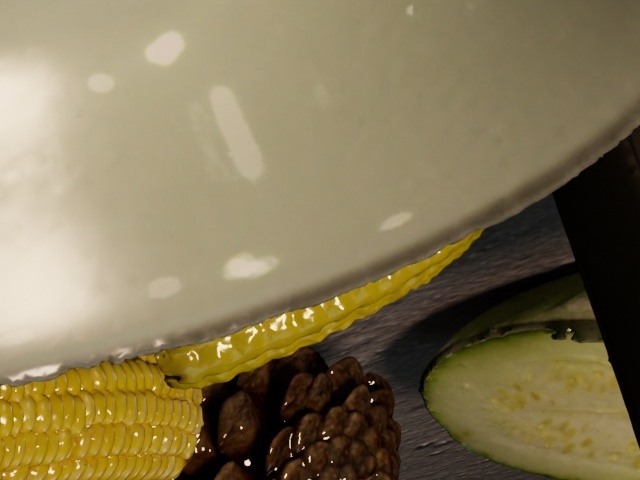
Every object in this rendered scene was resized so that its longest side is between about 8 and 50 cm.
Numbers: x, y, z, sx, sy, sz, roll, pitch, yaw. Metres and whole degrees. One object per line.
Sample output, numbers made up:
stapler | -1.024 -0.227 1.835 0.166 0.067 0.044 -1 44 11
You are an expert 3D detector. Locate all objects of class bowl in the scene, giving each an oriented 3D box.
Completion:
bowl | -0.072 -0.079 0.446 0.337 0.158 0.337 -15 163 -5

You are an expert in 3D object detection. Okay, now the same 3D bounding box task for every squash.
squash | 0.244 0.112 1.218 0.308 0.210 0.234 -16 149 -17

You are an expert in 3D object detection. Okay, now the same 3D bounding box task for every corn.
corn | -0.183 0.101 0.922 0.123 0.122 0.305 14 -179 33

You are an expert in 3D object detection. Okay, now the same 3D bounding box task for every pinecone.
pinecone | -0.045 0.158 1.143 0.184 0.179 0.204 14 172 -41

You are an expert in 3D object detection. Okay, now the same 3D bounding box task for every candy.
candy | 0.000 0.000 0.837 0.198 0.106 0.094 -19 144 -6

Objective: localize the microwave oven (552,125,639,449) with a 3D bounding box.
microwave oven | 0.226 -0.010 0.785 0.188 0.247 0.178 -15 165 -2
